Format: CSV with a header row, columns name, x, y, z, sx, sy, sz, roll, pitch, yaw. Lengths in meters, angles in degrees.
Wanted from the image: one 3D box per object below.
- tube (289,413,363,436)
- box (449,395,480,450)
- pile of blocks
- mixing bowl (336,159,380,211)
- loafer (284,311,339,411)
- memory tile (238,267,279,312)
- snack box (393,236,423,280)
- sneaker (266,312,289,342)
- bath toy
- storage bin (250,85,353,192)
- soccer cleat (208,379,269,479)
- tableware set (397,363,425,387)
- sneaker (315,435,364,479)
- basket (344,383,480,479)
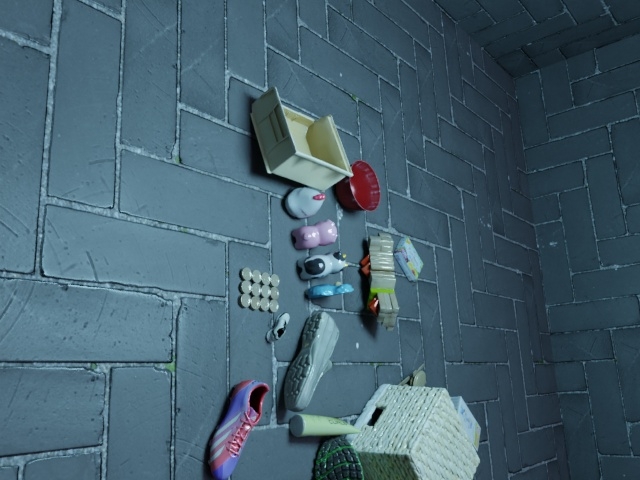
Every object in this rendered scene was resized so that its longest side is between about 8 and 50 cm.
name,x,y,z,sx,sy,sz,roll,pitch,yaw
tube,0.016,0.534,1.676,0.240,0.062,0.070,20,37,-43
box,0.509,0.693,2.184,0.203,0.114,0.103,56,38,-26
pile of blocks,0.191,0.136,2.019,0.112,0.149,0.362,5,58,-7
mixing bowl,0.118,-0.179,2.005,0.181,0.098,0.181,19,66,-48
loafer,-0.014,0.352,1.664,0.111,0.112,0.319,43,47,-24
memory tile,-0.169,0.140,1.615,0.148,0.012,0.113,19,64,-48
snack box,0.344,0.072,2.262,0.141,0.037,0.100,58,40,-22
sneaker,-0.109,0.244,1.633,0.040,0.044,0.109,55,41,-22
bath toy,0.000,0.000,1.778,0.151,0.129,0.348,-15,90,-52
storage bin,-0.060,-0.305,1.760,0.262,0.123,0.260,13,52,-49
soccer cleat,-0.197,0.456,1.413,0.083,0.095,0.248,45,47,-34
tableware set,0.316,0.532,2.082,0.194,0.039,0.128,-24,113,-46
sneaker,0.072,0.736,1.671,0.146,0.134,0.343,72,4,-79
basket,0.287,0.669,1.823,0.328,0.266,0.331,-42,110,-48
